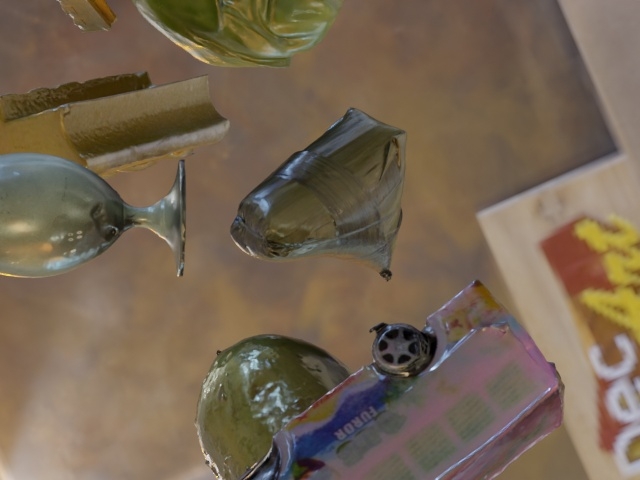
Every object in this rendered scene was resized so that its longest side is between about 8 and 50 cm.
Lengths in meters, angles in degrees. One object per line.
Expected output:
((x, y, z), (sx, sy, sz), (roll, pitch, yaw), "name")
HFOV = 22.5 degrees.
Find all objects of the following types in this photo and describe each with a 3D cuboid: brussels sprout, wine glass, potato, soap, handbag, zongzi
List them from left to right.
((-0.200, -0.018, 1.175), (0.093, 0.202, 0.093), (179, 90, -83), "wine glass")
((-0.291, -0.120, 1.939), (0.281, 0.259, 0.143), (-19, -83, -55), "soap")
((-0.300, -0.296, 2.023), (0.083, 0.061, 0.027), (54, -131, -39), "handbag")
((-0.090, -0.369, 1.993), (0.247, 0.328, 0.328), (53, 170, 54), "brussels sprout")
((-0.006, 0.225, 1.599), (0.210, 0.173, 0.307), (36, -163, -44), "potato")
((0.000, 0.000, 1.766), (0.112, 0.221, 0.242), (34, 143, 32), "zongzi")

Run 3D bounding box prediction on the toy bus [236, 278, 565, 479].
((0.031, 0.148, 1.076), (0.112, 0.274, 0.090), (48, 171, 28), "toy bus")
